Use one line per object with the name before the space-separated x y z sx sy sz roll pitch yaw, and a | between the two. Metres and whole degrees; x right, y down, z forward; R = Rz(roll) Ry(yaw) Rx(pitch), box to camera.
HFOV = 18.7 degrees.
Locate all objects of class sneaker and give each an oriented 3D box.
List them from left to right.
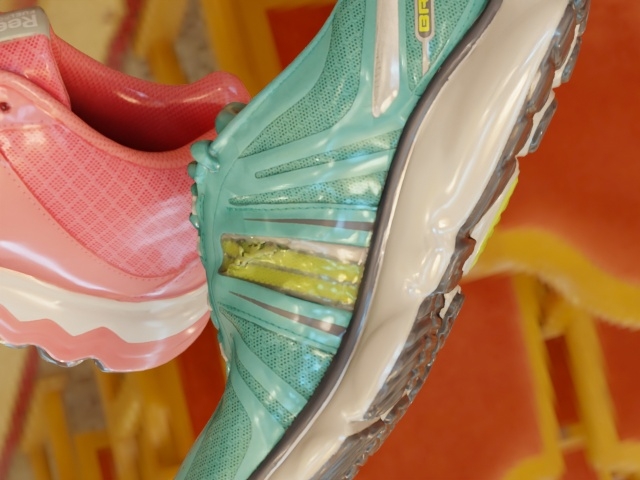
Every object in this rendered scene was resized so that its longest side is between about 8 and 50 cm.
sneaker | -0.162 -0.046 0.737 0.313 0.116 0.136 10 131 -30
sneaker | 0.000 0.000 0.694 0.275 0.110 0.107 -65 169 6
